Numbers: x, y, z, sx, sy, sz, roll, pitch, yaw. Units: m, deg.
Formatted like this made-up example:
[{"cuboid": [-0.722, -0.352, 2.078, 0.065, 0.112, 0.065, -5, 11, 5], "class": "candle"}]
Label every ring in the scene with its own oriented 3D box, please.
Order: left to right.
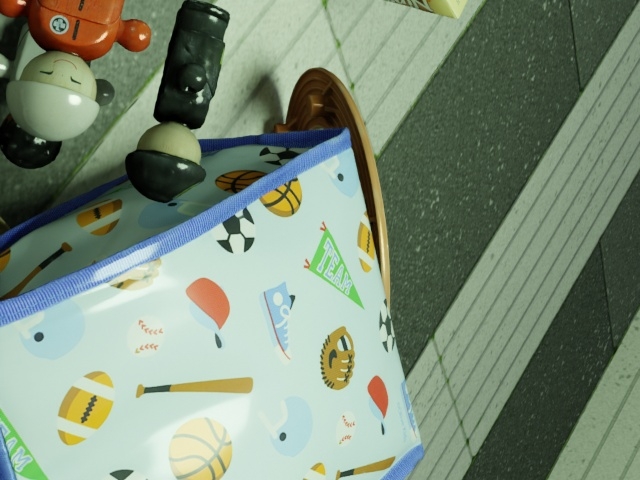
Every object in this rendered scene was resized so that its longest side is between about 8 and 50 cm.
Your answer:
[{"cuboid": [0.000, 0.000, 1.285, 0.032, 0.336, 0.337, -5, 119, -16], "class": "ring"}]

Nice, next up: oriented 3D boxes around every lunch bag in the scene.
[{"cuboid": [-0.123, 0.121, 1.036, 0.385, 0.238, 0.328, -38, 118, -50], "class": "lunch bag"}]

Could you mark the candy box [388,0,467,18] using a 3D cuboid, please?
[{"cuboid": [0.112, -0.392, 1.304, 0.317, 0.182, 0.087, -65, 152, -9], "class": "candy box"}]

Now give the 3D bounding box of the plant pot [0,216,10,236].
[{"cuboid": [-0.322, 0.074, 1.013, 0.236, 0.032, 0.236, -36, 137, -44], "class": "plant pot"}]

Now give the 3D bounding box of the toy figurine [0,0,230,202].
[{"cuboid": [-0.189, -0.122, 0.933, 0.213, 0.209, 0.148, 28, 71, -61], "class": "toy figurine"}]
